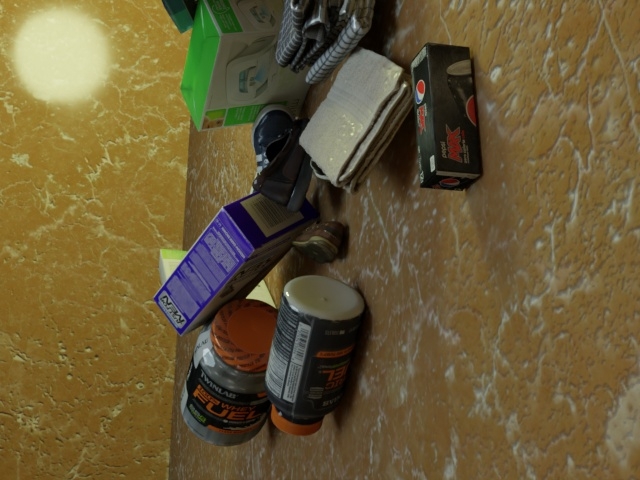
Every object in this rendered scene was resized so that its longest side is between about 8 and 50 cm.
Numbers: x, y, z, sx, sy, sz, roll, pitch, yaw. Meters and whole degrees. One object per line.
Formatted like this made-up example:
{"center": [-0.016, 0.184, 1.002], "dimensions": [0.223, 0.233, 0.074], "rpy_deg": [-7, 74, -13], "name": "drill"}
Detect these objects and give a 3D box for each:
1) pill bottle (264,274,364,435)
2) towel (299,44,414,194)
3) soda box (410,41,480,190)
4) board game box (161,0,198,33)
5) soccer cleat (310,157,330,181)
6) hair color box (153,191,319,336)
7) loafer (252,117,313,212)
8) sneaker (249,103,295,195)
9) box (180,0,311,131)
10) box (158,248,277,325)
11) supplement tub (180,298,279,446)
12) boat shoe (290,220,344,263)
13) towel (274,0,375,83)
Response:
{"center": [-0.017, 0.189, 1.420], "dimensions": [0.130, 0.130, 0.246], "rpy_deg": [-113, 31, -58], "name": "pill bottle"}
{"center": [0.048, -0.185, 1.320], "dimensions": [0.187, 0.049, 0.282], "rpy_deg": [-57, 22, 9], "name": "towel"}
{"center": [0.147, -0.146, 1.059], "dimensions": [0.053, 0.060, 0.169], "rpy_deg": [130, 140, -66], "name": "soda box"}
{"center": [-0.157, -0.543, 1.623], "dimensions": [0.079, 0.336, 0.254], "rpy_deg": [58, 178, 17], "name": "board game box"}
{"center": [0.015, -0.130, 1.488], "dimensions": [0.196, 0.076, 0.068], "rpy_deg": [-153, 69, -73], "name": "soccer cleat"}
{"center": [-0.167, 0.036, 1.725], "dimensions": [0.110, 0.185, 0.339], "rpy_deg": [54, 136, 8], "name": "hair color box"}
{"center": [-0.061, -0.157, 1.628], "dimensions": [0.302, 0.095, 0.109], "rpy_deg": [-86, 16, -60], "name": "loafer"}
{"center": [-0.093, -0.125, 1.822], "dimensions": [0.153, 0.099, 0.282], "rpy_deg": [-100, 16, -51], "name": "sneaker"}
{"center": [-0.133, -0.356, 1.755], "dimensions": [0.127, 0.231, 0.262], "rpy_deg": [65, 151, 27], "name": "box"}
{"center": [-0.242, 0.107, 2.047], "dimensions": [0.322, 0.232, 0.058], "rpy_deg": [-122, 40, -65], "name": "box"}
{"center": [-0.170, 0.267, 1.823], "dimensions": [0.316, 0.193, 0.193], "rpy_deg": [112, 157, -48], "name": "supplement tub"}
{"center": [0.000, 0.000, 1.557], "dimensions": [0.060, 0.064, 0.178], "rpy_deg": [-57, 13, -13], "name": "boat shoe"}
{"center": [0.008, -0.421, 1.441], "dimensions": [0.235, 0.121, 0.284], "rpy_deg": [148, 135, -70], "name": "towel"}
